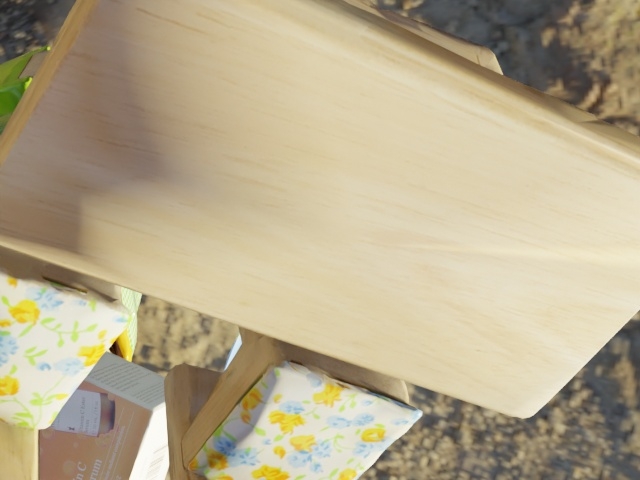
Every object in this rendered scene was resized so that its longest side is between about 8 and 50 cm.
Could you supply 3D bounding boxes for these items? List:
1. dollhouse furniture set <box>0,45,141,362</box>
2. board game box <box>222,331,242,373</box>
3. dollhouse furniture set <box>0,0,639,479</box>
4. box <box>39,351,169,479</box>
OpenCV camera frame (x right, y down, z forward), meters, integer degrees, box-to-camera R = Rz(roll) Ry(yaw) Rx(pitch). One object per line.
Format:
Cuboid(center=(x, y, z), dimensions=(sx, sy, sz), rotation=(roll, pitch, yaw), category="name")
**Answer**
Cuboid(center=(-0.198, -0.030, 1.361), dimensions=(0.151, 0.197, 0.301), rotation=(-17, 117, 13), category="dollhouse furniture set")
Cuboid(center=(-0.069, 0.126, 1.163), dimensions=(0.033, 0.169, 0.133), rotation=(11, 85, 17), category="board game box")
Cuboid(center=(-0.057, -0.014, 0.384), dimensions=(0.394, 0.256, 0.362), rotation=(21, 125, -26), category="dollhouse furniture set")
Cuboid(center=(-0.222, 0.167, 1.267), dimensions=(0.171, 0.091, 0.130), rotation=(21, 102, 15), category="box")
